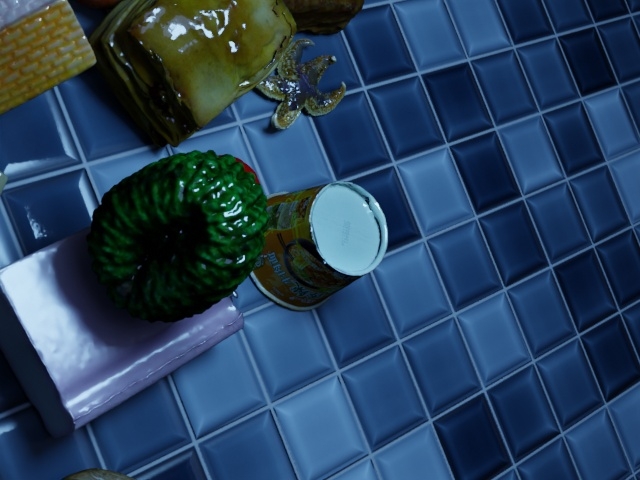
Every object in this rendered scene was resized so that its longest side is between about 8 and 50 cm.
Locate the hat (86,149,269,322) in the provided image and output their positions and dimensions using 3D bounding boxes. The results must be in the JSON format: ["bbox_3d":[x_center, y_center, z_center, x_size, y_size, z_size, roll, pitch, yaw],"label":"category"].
[{"bbox_3d":[-0.184,-0.026,1.699,0.242,0.274,0.332,68,22,-11],"label":"hat"}]

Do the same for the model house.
[{"bbox_3d":[-0.495,-0.321,1.683,0.202,0.237,0.237,-33,102,-16],"label":"model house"}]

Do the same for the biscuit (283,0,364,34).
[{"bbox_3d":[-0.112,-0.563,2.086,0.395,0.166,0.342,-11,85,-40],"label":"biscuit"}]

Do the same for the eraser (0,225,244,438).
[{"bbox_3d":[-0.327,0.106,1.750,0.359,0.122,0.272,-31,94,-40],"label":"eraser"}]

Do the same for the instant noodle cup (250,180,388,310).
[{"bbox_3d":[0.000,0.000,1.984,0.230,0.182,0.230,11,71,-34],"label":"instant noodle cup"}]

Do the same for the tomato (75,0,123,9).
[{"bbox_3d":[-0.374,-0.506,1.850,0.232,0.188,0.232,6,77,-27],"label":"tomato"}]

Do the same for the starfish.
[{"bbox_3d":[-0.054,-0.298,2.114,0.216,0.071,0.238,30,50,-20],"label":"starfish"}]

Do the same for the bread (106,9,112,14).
[{"bbox_3d":[-0.336,-0.403,1.950,0.083,0.036,0.047,-22,93,-37],"label":"bread"}]

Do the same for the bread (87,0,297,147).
[{"bbox_3d":[-0.201,-0.329,1.853,0.324,0.167,0.277,-40,123,-9],"label":"bread"}]

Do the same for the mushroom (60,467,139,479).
[{"bbox_3d":[-0.325,0.419,1.663,0.286,0.156,0.151,-1,49,-38],"label":"mushroom"}]

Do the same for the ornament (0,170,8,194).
[{"bbox_3d":[-0.587,-0.129,1.641,0.230,0.061,0.245,-11,108,-31],"label":"ornament"}]
